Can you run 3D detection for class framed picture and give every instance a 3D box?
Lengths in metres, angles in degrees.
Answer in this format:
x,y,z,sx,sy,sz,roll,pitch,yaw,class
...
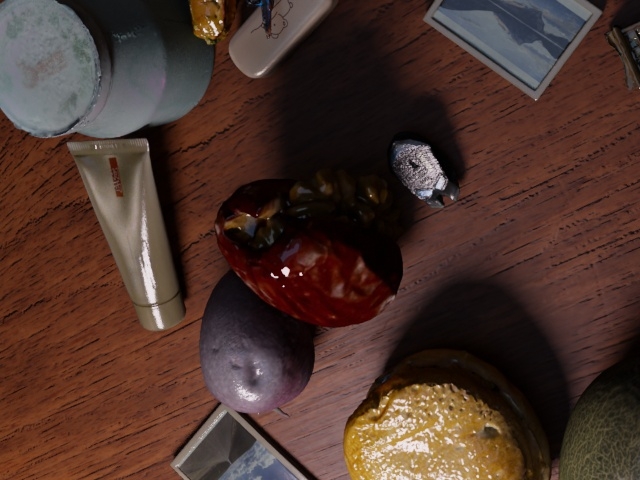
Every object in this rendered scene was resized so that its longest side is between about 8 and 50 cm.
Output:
x,y,z,sx,sy,sz,roll,pitch,yaw,class
0.264,-0.313,1.216,0.203,0.015,0.150,38,113,7,framed picture
-0.128,0.428,1.559,0.260,0.023,0.189,43,111,6,framed picture

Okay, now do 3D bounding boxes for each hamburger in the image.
x,y,z,sx,sy,sz,roll,pitch,yaw,class
0.196,0.322,1.327,0.289,0.170,0.314,-35,91,28,hamburger

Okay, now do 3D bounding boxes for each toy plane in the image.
x,y,z,sx,sy,sz,roll,pitch,yaw,class
-0.095,-0.386,1.269,0.062,0.135,0.189,7,78,-21,toy plane

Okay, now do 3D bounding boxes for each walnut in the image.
x,y,z,sx,sy,sz,roll,pitch,yaw,class
0.000,0.000,1.265,0.244,0.269,0.222,-39,56,20,walnut

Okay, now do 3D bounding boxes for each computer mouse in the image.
x,y,z,sx,sy,sz,roll,pitch,yaw,class
0.154,-0.108,1.295,0.079,0.047,0.135,-32,103,36,computer mouse

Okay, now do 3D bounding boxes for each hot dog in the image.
x,y,z,sx,sy,sz,roll,pitch,yaw,class
-0.166,-0.427,1.290,0.072,0.115,0.269,-1,101,0,hot dog

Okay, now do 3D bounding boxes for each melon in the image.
x,y,z,sx,sy,sz,roll,pitch,yaw,class
0.449,0.305,1.190,0.237,0.237,0.302,17,114,15,melon

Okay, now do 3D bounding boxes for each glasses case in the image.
x,y,z,sx,sy,sz,roll,pitch,yaw,class
-0.056,-0.328,1.312,0.083,0.050,0.196,48,115,5,glasses case

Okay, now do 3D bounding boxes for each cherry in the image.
x,y,z,sx,sy,sz,roll,pitch,yaw,class
-0.102,0.172,1.380,0.183,0.213,0.266,-18,90,-11,cherry

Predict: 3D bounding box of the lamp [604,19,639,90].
x,y,z,sx,sy,sz,roll,pitch,yaw,class
0.525,-0.296,1.083,0.325,0.089,0.090,-25,95,24,lamp

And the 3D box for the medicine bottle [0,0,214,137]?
x,y,z,sx,sy,sz,roll,pitch,yaw,class
-0.328,-0.271,1.297,0.244,0.290,0.245,6,106,19,medicine bottle

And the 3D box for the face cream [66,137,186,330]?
x,y,z,sx,sy,sz,roll,pitch,yaw,class
-0.298,-0.010,1.414,0.137,0.084,0.341,0,123,17,face cream
